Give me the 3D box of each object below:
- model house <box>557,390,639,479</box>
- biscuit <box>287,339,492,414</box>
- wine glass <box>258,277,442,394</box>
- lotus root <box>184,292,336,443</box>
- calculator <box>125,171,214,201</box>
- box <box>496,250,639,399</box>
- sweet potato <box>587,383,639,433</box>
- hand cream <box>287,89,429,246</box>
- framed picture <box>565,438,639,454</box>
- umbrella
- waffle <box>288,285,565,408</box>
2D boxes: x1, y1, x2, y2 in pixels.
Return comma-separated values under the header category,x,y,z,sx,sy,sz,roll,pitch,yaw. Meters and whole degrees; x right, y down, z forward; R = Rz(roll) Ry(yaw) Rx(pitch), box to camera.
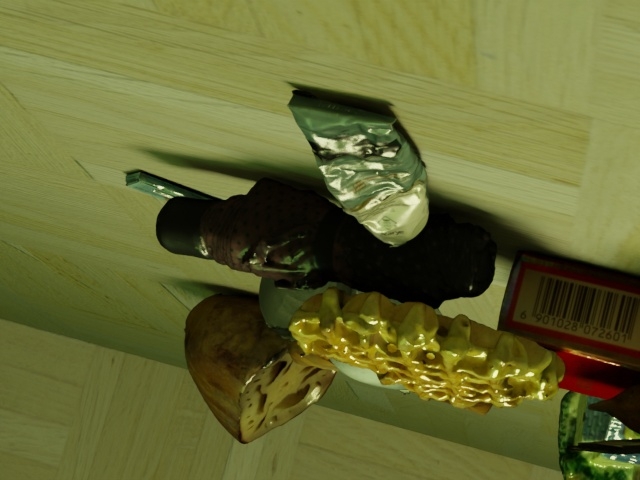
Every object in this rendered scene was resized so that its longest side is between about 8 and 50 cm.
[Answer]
category,x,y,z,sx,sy,sz,roll,pitch,yaw
model house,0.391,0.241,1.974,0.214,0.195,0.189,14,162,-3
biscuit,0.099,0.143,2.137,0.274,0.091,0.213,18,173,-4
wine glass,0.042,0.080,1.791,0.126,0.126,0.241,9,165,33
lotus root,-0.089,0.145,2.347,0.180,0.199,0.188,44,144,29
calculator,-0.112,-0.033,1.724,0.172,0.018,0.057,21,167,-21
box,0.324,0.104,1.572,0.313,0.089,0.197,14,166,12
sweet potato,0.278,0.147,1.498,0.049,0.049,0.117,24,162,-37
hand cream,0.040,-0.056,1.306,0.075,0.052,0.248,-9,158,10
framed picture,0.327,0.177,1.503,0.195,0.010,0.199,-1,174,-5
umbrella,0.000,0.000,1.509,0.326,0.094,0.090,9,143,28
waffle,0.081,0.096,1.506,0.253,0.056,0.249,17,167,-22
